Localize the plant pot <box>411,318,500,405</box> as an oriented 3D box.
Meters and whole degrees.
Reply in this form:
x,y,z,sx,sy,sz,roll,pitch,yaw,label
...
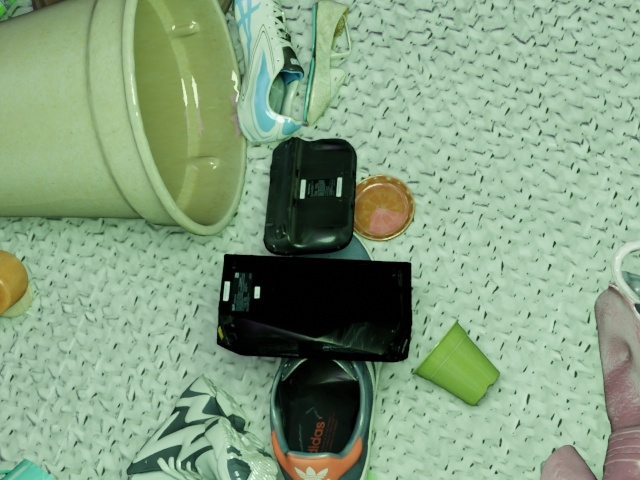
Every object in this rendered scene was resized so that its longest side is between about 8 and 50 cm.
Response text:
x,y,z,sx,sy,sz,roll,pitch,yaw,label
0.161,0.146,1.936,0.079,0.083,0.083,39,82,6,plant pot

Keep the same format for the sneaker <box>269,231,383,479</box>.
x,y,z,sx,sy,sz,roll,pitch,yaw,label
0.008,0.121,1.910,0.131,0.148,0.350,-5,62,7,sneaker

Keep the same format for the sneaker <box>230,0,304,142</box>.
x,y,z,sx,sy,sz,roll,pitch,yaw,label
-0.060,-0.236,2.077,0.086,0.085,0.237,-8,78,23,sneaker

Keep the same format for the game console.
x,y,z,sx,sy,sz,roll,pitch,yaw,label
0.000,0.000,1.939,0.213,0.044,0.361,3,42,1,game console

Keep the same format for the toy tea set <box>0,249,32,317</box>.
x,y,z,sx,sy,sz,roll,pitch,yaw,label
-0.517,0.034,2.056,0.336,0.124,0.200,23,112,-3,toy tea set

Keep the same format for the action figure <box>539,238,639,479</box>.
x,y,z,sx,sy,sz,roll,pitch,yaw,label
0.368,0.229,1.786,0.248,0.276,0.370,15,62,7,action figure

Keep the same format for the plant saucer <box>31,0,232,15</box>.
x,y,z,sx,sy,sz,roll,pitch,yaw,label
-0.243,-0.348,2.168,0.278,0.041,0.278,-3,73,9,plant saucer

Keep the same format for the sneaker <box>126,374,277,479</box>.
x,y,z,sx,sy,sz,roll,pitch,yaw,label
-0.142,0.263,1.893,0.153,0.094,0.235,-48,33,6,sneaker

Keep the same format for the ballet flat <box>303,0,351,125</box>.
x,y,z,sx,sy,sz,roll,pitch,yaw,label
0.011,-0.221,2.082,0.052,0.057,0.168,5,74,0,ballet flat

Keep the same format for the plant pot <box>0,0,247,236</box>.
x,y,z,sx,sy,sz,roll,pitch,yaw,label
-0.288,-0.153,1.992,0.305,0.334,0.334,-7,72,19,plant pot

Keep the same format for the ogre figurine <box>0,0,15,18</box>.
x,y,z,sx,sy,sz,roll,pitch,yaw,label
-0.484,-0.284,2.161,0.197,0.097,0.118,10,56,-4,ogre figurine

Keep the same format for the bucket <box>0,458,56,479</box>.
x,y,z,sx,sy,sz,roll,pitch,yaw,label
-0.303,0.382,1.831,0.281,0.281,0.183,39,72,18,bucket

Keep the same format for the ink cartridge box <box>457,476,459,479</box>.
x,y,z,sx,sy,sz,roll,pitch,yaw,label
0.134,0.323,1.887,0.029,0.063,0.115,8,74,9,ink cartridge box

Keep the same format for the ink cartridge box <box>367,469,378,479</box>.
x,y,z,sx,sy,sz,roll,pitch,yaw,label
-0.017,0.354,1.873,0.235,0.056,0.171,-39,45,-3,ink cartridge box

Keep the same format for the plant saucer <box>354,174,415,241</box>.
x,y,z,sx,sy,sz,roll,pitch,yaw,label
0.073,-0.038,2.036,0.083,0.013,0.083,-3,73,9,plant saucer
